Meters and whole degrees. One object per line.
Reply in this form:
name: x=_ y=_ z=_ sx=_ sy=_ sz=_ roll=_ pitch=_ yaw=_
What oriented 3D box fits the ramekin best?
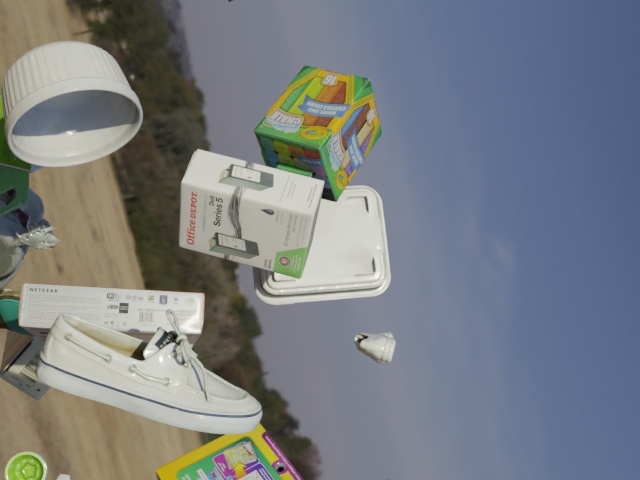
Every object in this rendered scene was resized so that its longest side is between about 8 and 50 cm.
ramekin: x=-0.389 y=-0.213 z=1.319 sx=0.207 sy=0.207 sz=0.109 roll=96 pitch=-26 yaw=-66

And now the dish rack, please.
dish rack: x=0.000 y=0.000 z=2.050 sx=0.072 sy=0.333 sz=0.285 roll=111 pitch=-26 yaw=-74

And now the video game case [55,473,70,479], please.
video game case: x=-0.525 y=0.594 z=1.612 sx=0.227 sy=0.026 sz=0.206 roll=-70 pitch=169 yaw=-61

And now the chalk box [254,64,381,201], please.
chalk box: x=-0.017 y=-0.217 z=1.886 sx=0.180 sy=0.289 sz=0.179 roll=17 pitch=-32 yaw=27

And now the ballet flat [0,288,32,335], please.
ballet flat: x=-0.758 y=0.161 z=2.081 sx=0.123 sy=0.349 sz=0.123 roll=-1 pitch=90 yaw=-71

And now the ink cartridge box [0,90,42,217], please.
ink cartridge box: x=-0.548 y=-0.159 z=1.621 sx=0.189 sy=0.097 sz=0.255 roll=-65 pitch=167 yaw=-70

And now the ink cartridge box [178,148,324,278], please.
ink cartridge box: x=-0.147 y=-0.054 z=1.759 sx=0.198 sy=0.273 sz=0.114 roll=102 pitch=3 yaw=-46

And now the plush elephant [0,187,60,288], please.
plush elephant: x=-0.723 y=-0.039 z=1.895 sx=0.255 sy=0.330 sz=0.271 roll=-97 pitch=178 yaw=-62

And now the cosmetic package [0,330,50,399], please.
cosmetic package: x=-0.772 y=0.287 z=2.337 sx=0.129 sy=0.153 sz=0.296 roll=40 pitch=2 yaw=-23

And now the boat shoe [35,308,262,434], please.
boat shoe: x=-0.255 y=0.192 z=1.371 sx=0.136 sy=0.367 sz=0.156 roll=-112 pitch=-139 yaw=-80

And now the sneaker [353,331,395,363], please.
sneaker: x=0.123 y=0.249 z=2.051 sx=0.212 sy=0.094 sz=0.080 roll=100 pitch=3 yaw=-82

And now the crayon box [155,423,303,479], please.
crayon box: x=-0.208 y=0.682 z=2.230 sx=0.363 sy=0.313 sz=0.106 roll=44 pitch=-33 yaw=40

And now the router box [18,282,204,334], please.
router box: x=-0.413 y=0.156 z=1.726 sx=0.301 sy=0.336 sz=0.082 roll=136 pitch=-43 yaw=-74

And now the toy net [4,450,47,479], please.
toy net: x=-0.494 y=0.477 z=1.438 sx=0.045 sy=0.122 sz=0.232 roll=133 pitch=-63 yaw=-77
